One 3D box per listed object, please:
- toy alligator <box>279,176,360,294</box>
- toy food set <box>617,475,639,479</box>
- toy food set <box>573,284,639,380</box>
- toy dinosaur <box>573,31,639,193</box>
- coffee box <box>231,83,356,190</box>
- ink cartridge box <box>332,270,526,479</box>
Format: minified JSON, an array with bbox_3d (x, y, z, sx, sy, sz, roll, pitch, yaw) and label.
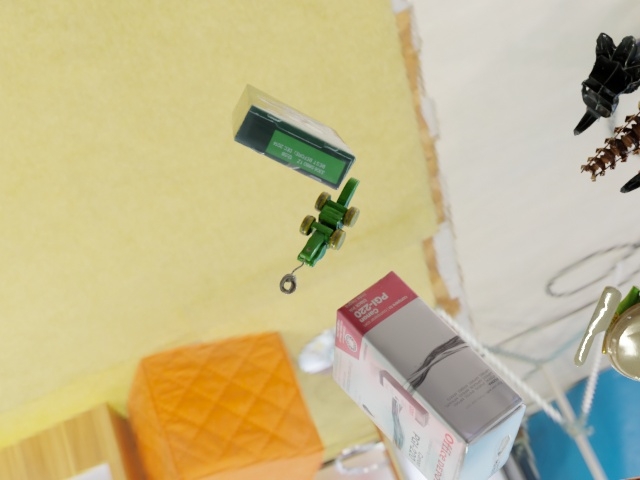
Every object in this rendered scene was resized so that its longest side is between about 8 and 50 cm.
[{"bbox_3d":[0.000,0.000,1.465,0.189,0.056,0.051,-58,164,-20],"label":"toy alligator"},{"bbox_3d":[0.101,0.137,0.330,0.232,0.111,0.104,-23,147,31],"label":"toy food set"},{"bbox_3d":[0.405,0.112,1.341,0.192,0.038,0.132,13,119,-10],"label":"toy food set"},{"bbox_3d":[0.370,-0.145,1.089,0.218,0.164,0.321,-34,150,-38],"label":"toy dinosaur"},{"bbox_3d":[-0.031,-0.104,1.098,0.113,0.184,0.040,26,100,-12],"label":"coffee box"},{"bbox_3d":[0.115,0.167,1.257,0.092,0.218,0.158,-34,150,-24],"label":"ink cartridge box"}]
